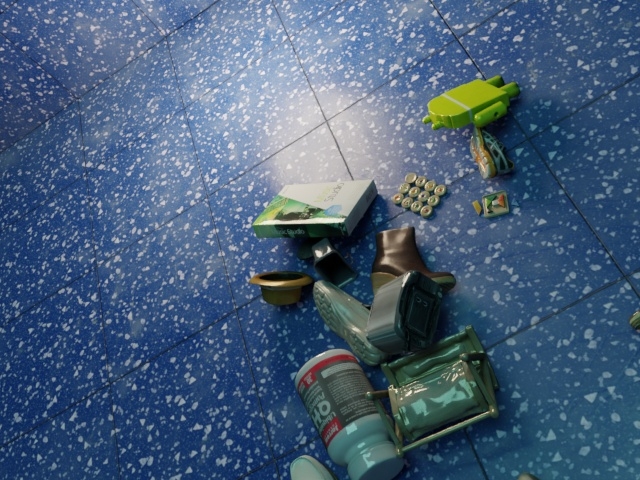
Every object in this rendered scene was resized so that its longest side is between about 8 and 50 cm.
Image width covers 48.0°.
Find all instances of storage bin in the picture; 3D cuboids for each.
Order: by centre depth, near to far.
[{"bbox_3d":[0.037,0.056,2.047,0.098,0.135,0.091,-34,41,10],"label":"storage bin"}]

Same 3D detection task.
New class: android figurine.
[{"bbox_3d":[0.426,-0.392,2.068,0.272,0.056,0.248,-27,32,-7],"label":"android figurine"}]

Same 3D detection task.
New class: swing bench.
[{"bbox_3d":[0.269,0.345,1.678,0.253,0.254,0.165,-27,90,16],"label":"swing bench"}]

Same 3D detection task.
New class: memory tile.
[{"bbox_3d":[0.286,-0.133,2.082,0.148,0.012,0.113,28,79,40],"label":"memory tile"}]

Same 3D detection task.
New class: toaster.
[{"bbox_3d":[0.203,0.192,1.776,0.146,0.129,0.227,-29,38,52],"label":"toaster"}]

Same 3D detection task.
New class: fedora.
[{"bbox_3d":[-0.114,0.141,2.093,0.194,0.194,0.079,4,101,33],"label":"fedora"}]

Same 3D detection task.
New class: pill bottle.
[{"bbox_3d":[0.074,0.437,1.755,0.176,0.176,0.318,-38,49,6],"label":"pill bottle"}]

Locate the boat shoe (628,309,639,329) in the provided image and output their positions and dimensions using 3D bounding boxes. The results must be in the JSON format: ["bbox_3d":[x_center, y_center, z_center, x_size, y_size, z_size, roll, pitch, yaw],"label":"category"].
[{"bbox_3d":[0.778,0.163,1.569,0.190,0.068,0.072,-25,64,16],"label":"boat shoe"}]

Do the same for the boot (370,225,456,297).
[{"bbox_3d":[0.247,0.050,1.941,0.248,0.090,0.207,-11,59,30],"label":"boot"}]

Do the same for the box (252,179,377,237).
[{"bbox_3d":[-0.016,-0.094,2.153,0.322,0.058,0.232,-2,34,31],"label":"box"}]

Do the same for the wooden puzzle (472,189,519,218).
[{"bbox_3d":[0.473,-0.098,1.945,0.116,0.014,0.079,-21,53,19],"label":"wooden puzzle"}]

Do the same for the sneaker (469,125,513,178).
[{"bbox_3d":[0.474,-0.252,2.006,0.083,0.084,0.215,-5,50,-3],"label":"sneaker"}]

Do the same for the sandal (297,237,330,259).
[{"bbox_3d":[0.000,0.000,2.165,0.067,0.040,0.179,26,63,34],"label":"sandal"}]

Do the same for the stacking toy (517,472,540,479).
[{"bbox_3d":[0.369,0.647,1.493,0.330,0.141,0.141,-50,49,6],"label":"stacking toy"}]

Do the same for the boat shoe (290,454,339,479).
[{"bbox_3d":[0.003,0.638,1.724,0.113,0.103,0.302,-41,49,3],"label":"boat shoe"}]

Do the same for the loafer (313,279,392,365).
[{"bbox_3d":[0.092,0.212,1.941,0.111,0.112,0.319,-20,46,-28],"label":"loafer"}]
